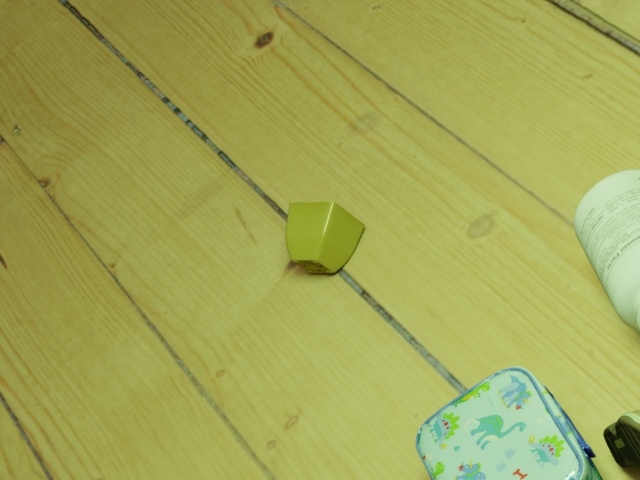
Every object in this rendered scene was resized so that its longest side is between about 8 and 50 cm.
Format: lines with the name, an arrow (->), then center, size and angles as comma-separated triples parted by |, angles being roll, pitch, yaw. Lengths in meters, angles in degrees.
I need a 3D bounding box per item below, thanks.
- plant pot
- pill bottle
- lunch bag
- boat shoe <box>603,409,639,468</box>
plant pot -> 0.000, 0.000, 2.446 | 0.081, 0.081, 0.083 | -1, 65, 38
pill bottle -> 0.391, 0.032, 2.051 | 0.131, 0.131, 0.229 | -32, 40, 11
lunch bag -> 0.220, 0.258, 2.010 | 0.176, 0.090, 0.219 | -37, 39, 7
boat shoe -> 0.360, 0.206, 1.902 | 0.072, 0.068, 0.190 | -24, -1, -6
